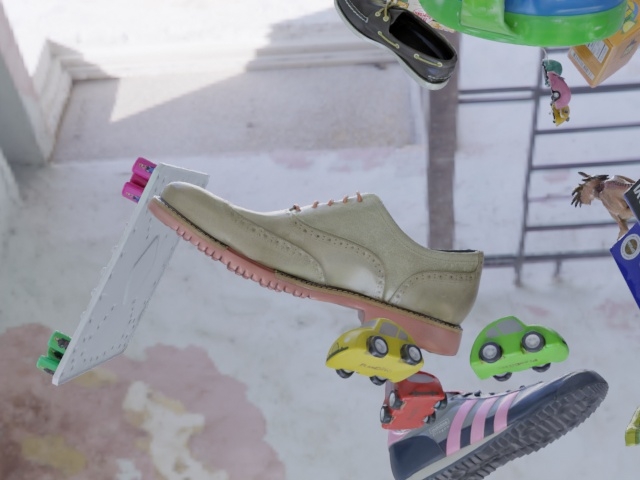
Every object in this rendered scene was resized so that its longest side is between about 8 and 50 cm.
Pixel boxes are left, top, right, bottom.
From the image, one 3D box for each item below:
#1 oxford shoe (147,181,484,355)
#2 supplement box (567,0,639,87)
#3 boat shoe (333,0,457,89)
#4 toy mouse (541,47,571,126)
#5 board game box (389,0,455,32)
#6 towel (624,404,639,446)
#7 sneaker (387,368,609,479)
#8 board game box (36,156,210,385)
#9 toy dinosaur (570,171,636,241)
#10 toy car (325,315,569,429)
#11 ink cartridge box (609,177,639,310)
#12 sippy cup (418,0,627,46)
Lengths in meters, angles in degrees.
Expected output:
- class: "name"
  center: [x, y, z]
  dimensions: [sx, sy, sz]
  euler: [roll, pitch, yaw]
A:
- class: "oxford shoe"
  center: [0.000, 0.000, 1.091]
  dimensions: [0.140, 0.397, 0.146]
  euler: [-147, 80, -78]
- class: "supplement box"
  center: [0.447, -0.314, 1.461]
  dimensions: [0.080, 0.078, 0.233]
  euler: [54, -177, 7]
- class: "boat shoe"
  center: [0.120, -0.332, 1.462]
  dimensions: [0.081, 0.228, 0.068]
  euler: [-46, -8, -29]
- class: "toy mouse"
  center: [0.393, -0.259, 1.557]
  dimensions: [0.161, 0.031, 0.143]
  euler: [-77, -27, -67]
- class: "board game box"
  center: [0.205, -0.476, 1.736]
  dimensions: [0.193, 0.147, 0.045]
  euler: [107, 176, -62]
- class: "towel"
  center: [0.389, 0.167, 0.805]
  dimensions: [0.102, 0.237, 0.021]
  euler: [-16, -78, -62]
- class: "sneaker"
  center: [0.233, 0.239, 1.296]
  dimensions: [0.112, 0.319, 0.131]
  euler: [54, -171, -48]
- class: "board game box"
  center: [-0.335, 0.042, 1.651]
  dimensions: [0.390, 0.050, 0.390]
  euler: [-63, -3, 3]
- class: "toy dinosaur"
  center: [0.674, -0.104, 2.139]
  dimensions: [0.200, 0.127, 0.295]
  euler: [46, 169, 9]
- class: "toy car"
  center: [0.139, 0.120, 0.964]
  dimensions: [0.239, 0.225, 0.053]
  euler: [53, -154, -54]
- class: "ink cartridge box"
  center: [0.470, -0.059, 1.090]
  dimensions: [0.371, 0.069, 0.175]
  euler: [-56, 30, 35]
- class: "sippy cup"
  center: [0.233, -0.356, 1.016]
  dimensions: [0.305, 0.240, 0.224]
  euler: [-105, 16, -56]
